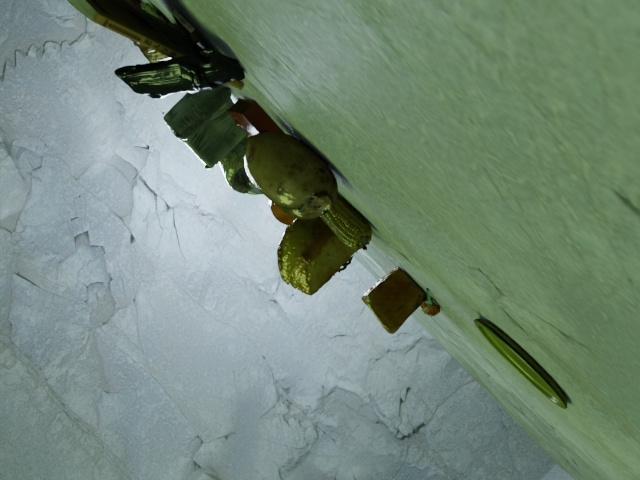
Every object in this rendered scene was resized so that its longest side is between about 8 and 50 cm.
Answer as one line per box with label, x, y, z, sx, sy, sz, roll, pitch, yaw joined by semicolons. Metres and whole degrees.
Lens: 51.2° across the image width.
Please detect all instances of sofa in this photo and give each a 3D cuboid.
sofa;-0.302;-0.325;1.909;0.176;0.210;0.225;42;173;49

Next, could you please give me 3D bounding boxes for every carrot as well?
carrot;-0.068;-0.129;2.089;0.159;0.159;0.225;46;169;-8

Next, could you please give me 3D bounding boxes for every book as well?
book;-0.358;-0.435;1.375;0.269;0.032;0.389;44;-163;31

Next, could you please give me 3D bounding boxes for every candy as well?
candy;0.294;0.162;1.804;0.056;0.049;0.184;14;161;18

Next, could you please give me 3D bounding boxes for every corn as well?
corn;0.038;-0.068;1.670;0.231;0.080;0.080;45;178;26

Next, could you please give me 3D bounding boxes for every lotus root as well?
lotus root;-0.073;-0.147;1.426;0.284;0.146;0.160;48;163;39

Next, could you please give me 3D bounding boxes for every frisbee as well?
frisbee;0.391;0.237;1.306;0.236;0.017;0.236;45;178;2

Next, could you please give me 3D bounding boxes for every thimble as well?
thimble;-0.249;-0.247;2.101;0.190;0.137;0.143;100;150;-62

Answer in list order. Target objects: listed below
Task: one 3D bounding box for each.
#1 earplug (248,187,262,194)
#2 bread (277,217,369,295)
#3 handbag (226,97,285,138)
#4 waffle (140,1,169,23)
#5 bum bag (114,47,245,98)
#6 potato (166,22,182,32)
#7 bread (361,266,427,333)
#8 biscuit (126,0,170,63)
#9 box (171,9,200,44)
earplug;-0.219;-0.263;2.312;0.214;0.175;0.325;60;169;-3
bread;-0.005;0.002;1.752;0.160;0.260;0.147;38;161;38
handbag;-0.158;-0.288;1.650;0.127;0.063;0.190;46;175;-23
waffle;-0.399;-0.546;1.763;0.169;0.036;0.183;48;178;18
bum bag;-0.270;-0.322;1.294;0.248;0.060;0.123;2;173;24
potato;-0.353;-0.498;1.640;0.083;0.040;0.051;48;-177;-32
bread;0.213;0.171;1.931;0.143;0.158;0.149;44;-177;3
biscuit;-0.537;-0.637;2.018;0.326;0.107;0.326;44;176;4
box;-0.287;-0.455;1.429;0.058;0.015;0.093;44;179;-3
